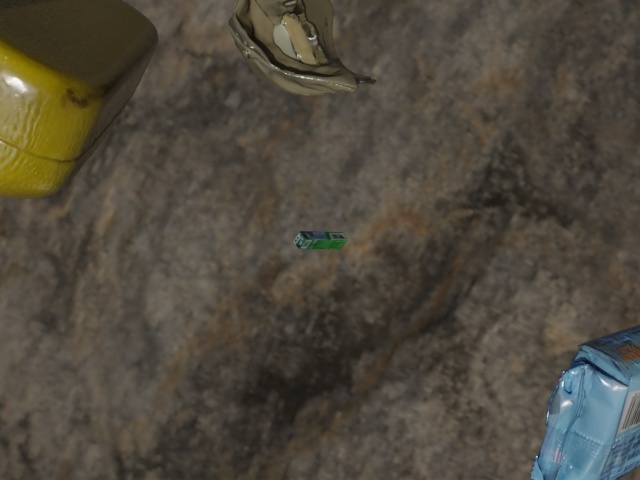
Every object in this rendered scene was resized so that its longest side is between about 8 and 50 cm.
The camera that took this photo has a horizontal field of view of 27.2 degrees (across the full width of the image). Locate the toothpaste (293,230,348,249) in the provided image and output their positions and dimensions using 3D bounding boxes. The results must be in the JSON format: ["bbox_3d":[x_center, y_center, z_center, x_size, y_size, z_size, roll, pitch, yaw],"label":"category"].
[{"bbox_3d":[0.000,0.000,1.746,0.020,0.083,0.017,-53,57,28],"label":"toothpaste"}]

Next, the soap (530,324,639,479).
[{"bbox_3d":[0.334,0.176,1.446,0.077,0.293,0.156,28,113,32],"label":"soap"}]

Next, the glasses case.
[{"bbox_3d":[-0.258,-0.139,1.138,0.141,0.173,0.371,-58,8,16],"label":"glasses case"}]

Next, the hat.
[{"bbox_3d":[-0.015,-0.181,1.309,0.085,0.175,0.147,-32,77,14],"label":"hat"}]
